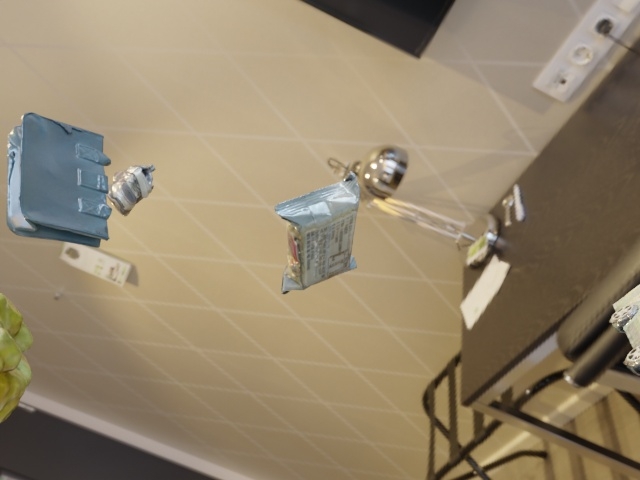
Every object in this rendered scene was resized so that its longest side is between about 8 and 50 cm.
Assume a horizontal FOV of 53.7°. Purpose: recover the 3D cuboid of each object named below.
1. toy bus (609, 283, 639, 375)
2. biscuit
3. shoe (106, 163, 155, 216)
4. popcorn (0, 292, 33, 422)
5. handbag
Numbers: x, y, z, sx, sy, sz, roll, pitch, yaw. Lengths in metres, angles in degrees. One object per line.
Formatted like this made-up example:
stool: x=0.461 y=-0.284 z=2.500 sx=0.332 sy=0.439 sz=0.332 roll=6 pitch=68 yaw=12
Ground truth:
toy bus: x=0.374 y=0.109 z=0.654 sx=0.109 sy=0.091 sz=0.262 roll=-46 pitch=-2 yaw=21
biscuit: x=-0.004 y=0.002 z=1.303 sx=0.079 sy=0.186 sz=0.309 roll=59 pitch=163 yaw=29
shoe: x=-0.444 y=-0.127 z=1.508 sx=0.092 sy=0.089 sz=0.180 roll=-26 pitch=25 yaw=8
popcorn: x=-0.399 y=0.103 z=0.608 sx=0.217 sy=0.235 sz=0.181 roll=10 pitch=60 yaw=51
handbag: x=-0.452 y=-0.104 z=1.110 sx=0.062 sy=0.179 sz=0.229 roll=-31 pitch=59 yaw=35
